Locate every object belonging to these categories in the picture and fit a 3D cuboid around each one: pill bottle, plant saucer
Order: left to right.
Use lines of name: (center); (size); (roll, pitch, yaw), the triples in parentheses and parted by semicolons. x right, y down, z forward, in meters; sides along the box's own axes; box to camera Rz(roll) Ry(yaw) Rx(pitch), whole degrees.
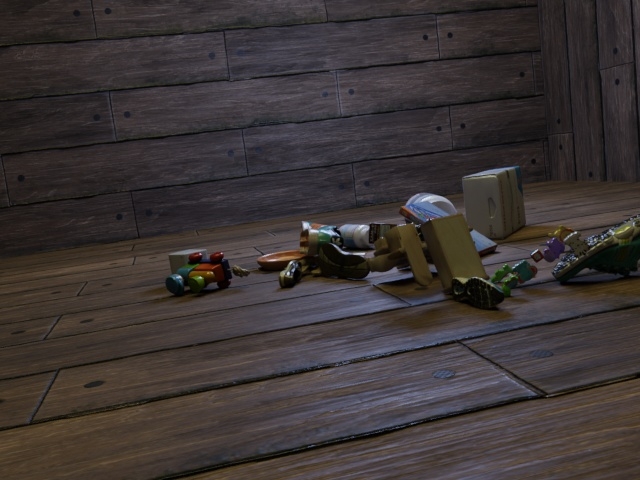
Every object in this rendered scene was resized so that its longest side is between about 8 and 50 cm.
plant saucer: (-0.112, 0.066, 2.162); (0.200, 0.037, 0.200); (-8, 7, 1)
pill bottle: (0.138, -0.015, 2.348); (0.087, 0.087, 0.160); (-12, 9, -32)
pill bottle: (0.408, -0.089, 2.384); (0.161, 0.161, 0.283); (-7, 8, -2)

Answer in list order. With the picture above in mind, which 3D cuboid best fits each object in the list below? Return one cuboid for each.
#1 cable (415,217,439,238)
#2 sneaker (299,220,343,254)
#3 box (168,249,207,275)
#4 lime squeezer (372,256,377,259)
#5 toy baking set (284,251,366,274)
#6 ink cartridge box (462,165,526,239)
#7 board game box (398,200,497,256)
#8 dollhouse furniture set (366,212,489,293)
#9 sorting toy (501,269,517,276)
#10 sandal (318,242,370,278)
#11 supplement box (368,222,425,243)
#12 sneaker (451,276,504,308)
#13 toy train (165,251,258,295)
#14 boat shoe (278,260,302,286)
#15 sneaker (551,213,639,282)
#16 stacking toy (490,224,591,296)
cable: (0.269, -0.027, 1.722); (0.184, 0.047, 0.150); (-9, -16, -37)
sneaker: (0.000, 0.000, 2.071); (0.121, 0.108, 0.302); (4, 7, -9)
box: (-0.416, 0.084, 2.057); (0.087, 0.101, 0.102); (-14, 9, -42)
lime squeezer: (0.197, 0.041, 1.990); (0.110, 0.059, 0.310); (-3, 9, 25)
toy baking set: (0.018, 0.077, 2.002); (0.197, 0.030, 0.256); (6, 19, 42)
ink cartridge box: (0.619, -0.136, 2.292); (0.129, 0.223, 0.307); (-3, 8, 32)
board game box: (0.389, -0.037, 1.979); (0.281, 0.027, 0.145); (37, 32, 32)
dollhouse furniture set: (0.230, 0.085, 1.635); (0.303, 0.173, 0.355); (-11, -16, -32)
sorting toy: (0.480, 0.080, 1.586); (0.083, 0.012, 0.062); (-4, 8, 17)
sandal: (0.072, 0.063, 1.846); (0.060, 0.090, 0.219); (16, -3, -42)
supplement box: (0.292, -0.017, 2.120); (0.239, 0.073, 0.130); (4, 2, 28)
sneaker: (0.343, 0.101, 1.367); (0.073, 0.063, 0.162); (-6, 7, -17)
toy train: (-0.317, 0.104, 1.857); (0.248, 0.105, 0.143); (-2, 19, 35)
boat shoe: (-0.075, 0.097, 1.849); (0.049, 0.056, 0.152); (0, 19, 16)
sneaker: (0.653, 0.033, 1.437); (0.275, 0.110, 0.107); (-25, 1, 6)
stacking toy: (0.489, 0.049, 1.450); (0.221, 0.052, 0.167); (-37, -1, 11)
